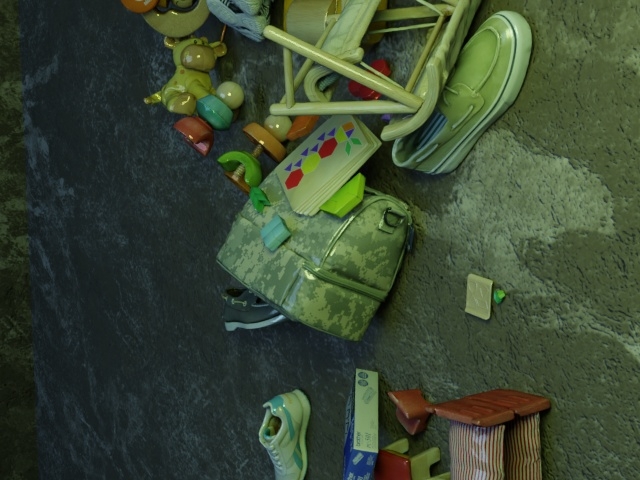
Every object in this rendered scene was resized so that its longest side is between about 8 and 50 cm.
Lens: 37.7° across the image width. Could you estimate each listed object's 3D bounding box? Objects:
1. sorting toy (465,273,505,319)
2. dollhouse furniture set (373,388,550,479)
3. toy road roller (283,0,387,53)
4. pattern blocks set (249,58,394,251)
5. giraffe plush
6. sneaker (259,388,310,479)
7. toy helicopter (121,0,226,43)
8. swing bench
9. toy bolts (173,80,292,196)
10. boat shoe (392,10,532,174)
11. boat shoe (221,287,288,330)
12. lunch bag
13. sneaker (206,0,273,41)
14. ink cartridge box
[{"bbox_3d":[0.254,0.089,1.441,0.083,0.012,0.062,21,108,58],"label":"sorting toy"},{"bbox_3d":[0.183,0.332,1.467,0.374,0.152,0.201,0,96,57],"label":"dollhouse furniture set"},{"bbox_3d":[-0.030,-0.473,1.561,0.202,0.241,0.329,20,112,55],"label":"toy road roller"},{"bbox_3d":[0.011,-0.136,1.562,0.325,0.026,0.285,-36,40,20],"label":"pattern blocks set"},{"bbox_3d":[-0.271,-0.359,2.035,0.210,0.181,0.170,20,102,40],"label":"giraffe plush"},{"bbox_3d":[-0.082,0.422,1.950,0.087,0.092,0.228,23,116,52],"label":"sneaker"},{"bbox_3d":[-0.234,-0.570,1.927,0.355,0.235,0.140,-51,13,20],"label":"toy helicopter"},{"bbox_3d":[0.085,-0.289,1.347,0.255,0.253,0.165,15,142,15],"label":"swing bench"},{"bbox_3d":[-0.160,-0.213,1.925,0.228,0.158,0.218,39,174,11],"label":"toy bolts"},{"bbox_3d":[0.205,-0.205,1.384,0.109,0.094,0.302,60,141,31],"label":"boat shoe"},{"bbox_3d":[-0.127,0.132,1.950,0.305,0.109,0.091,-15,88,61],"label":"boat shoe"},{"bbox_3d":[0.000,0.000,1.638,0.305,0.213,0.256,34,100,50],"label":"lunch bag"},{"bbox_3d":[-0.113,-0.525,1.774,0.137,0.210,0.366,32,171,5],"label":"sneaker"},{"bbox_3d":[0.071,0.329,1.639,0.207,0.046,0.097,-85,6,-59],"label":"ink cartridge box"}]
